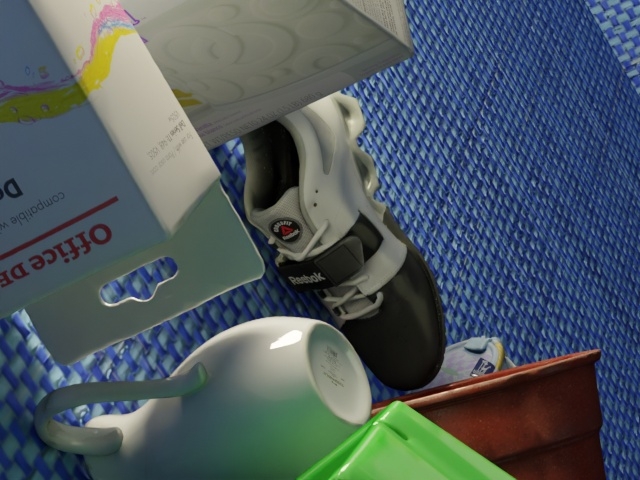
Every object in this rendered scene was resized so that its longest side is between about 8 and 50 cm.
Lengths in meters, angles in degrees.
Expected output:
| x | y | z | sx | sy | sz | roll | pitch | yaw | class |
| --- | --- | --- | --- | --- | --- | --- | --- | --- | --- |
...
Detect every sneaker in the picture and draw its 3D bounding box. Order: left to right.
| x | y | z | sx | sy | sz | roll | pitch | yaw | class |
| --- | --- | --- | --- | --- | --- | --- | --- | --- | --- |
| 0.000 | 0.000 | 1.796 | 0.146 | 0.122 | 0.330 | -20 | 84 | -51 | sneaker |

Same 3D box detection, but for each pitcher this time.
| x | y | z | sx | sy | sz | roll | pitch | yaw | class |
| --- | --- | --- | --- | --- | --- | --- | --- | --- | --- |
| -0.085 | 0.125 | 1.383 | 0.178 | 0.207 | 0.125 | 35 | 38 | -46 | pitcher |

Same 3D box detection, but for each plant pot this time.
| x | y | z | sx | sy | sz | roll | pitch | yaw | class |
| --- | --- | --- | --- | --- | --- | --- | --- | --- | --- |
| 0.146 | 0.256 | 1.684 | 0.272 | 0.272 | 0.265 | -7 | 82 | -64 | plant pot |

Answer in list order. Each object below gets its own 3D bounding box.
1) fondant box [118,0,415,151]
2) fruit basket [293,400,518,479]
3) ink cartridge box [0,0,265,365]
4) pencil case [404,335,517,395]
| x | y | z | sx | sy | sz | roll | pitch | yaw | class |
| --- | --- | --- | --- | --- | --- | --- | --- | --- | --- |
| -0.108 | -0.202 | 1.595 | 0.330 | 0.238 | 0.096 | 28 | 45 | -52 | fondant box |
| 0.041 | 0.349 | 1.234 | 0.392 | 0.392 | 0.283 | 62 | 25 | -6 | fruit basket |
| -0.214 | -0.069 | 1.301 | 0.353 | 0.207 | 0.119 | 59 | 24 | -12 | ink cartridge box |
| 0.195 | 0.226 | 1.949 | 0.273 | 0.113 | 0.124 | 56 | 48 | -22 | pencil case |
